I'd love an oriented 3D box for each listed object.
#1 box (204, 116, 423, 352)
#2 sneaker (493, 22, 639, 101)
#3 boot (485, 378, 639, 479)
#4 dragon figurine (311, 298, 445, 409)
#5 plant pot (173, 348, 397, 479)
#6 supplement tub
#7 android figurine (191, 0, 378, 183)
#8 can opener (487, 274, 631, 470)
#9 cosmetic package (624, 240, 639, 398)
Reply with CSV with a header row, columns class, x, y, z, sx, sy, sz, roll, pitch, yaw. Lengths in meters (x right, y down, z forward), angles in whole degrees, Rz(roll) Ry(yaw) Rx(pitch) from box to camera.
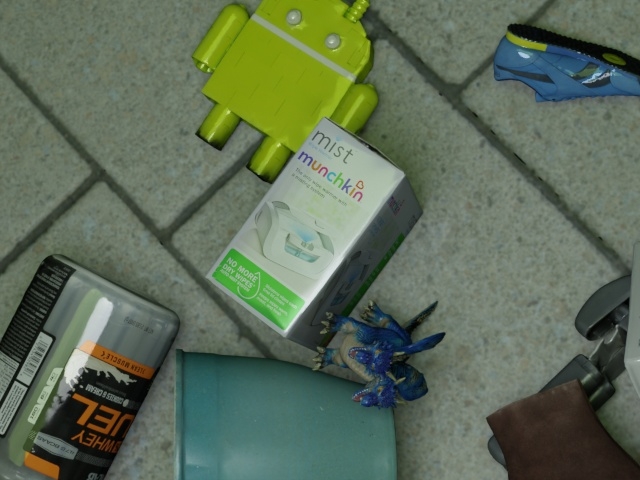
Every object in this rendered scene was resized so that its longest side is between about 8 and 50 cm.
class,x,y,z,sx,sy,sz,roll,pitch,yaw
box,0.000,0.000,1.630,0.127,0.262,0.231,36,87,12
sneaker,0.321,-0.207,1.718,0.209,0.069,0.082,16,117,3
boot,0.322,0.251,1.533,0.248,0.090,0.207,-22,72,19
dragon figurine,0.091,0.133,1.589,0.144,0.289,0.085,23,104,33
plant pot,-0.045,0.263,1.610,0.255,0.271,0.272,0,81,-6
supplement tub,-0.323,0.193,1.689,0.193,0.193,0.316,26,87,13
android figurine,-0.040,-0.217,1.779,0.248,0.056,0.273,35,90,13
can opener,0.308,0.161,1.662,0.283,0.076,0.095,-44,45,1
cosmetic package,0.566,0.068,1.437,0.453,0.230,0.161,-17,119,25
